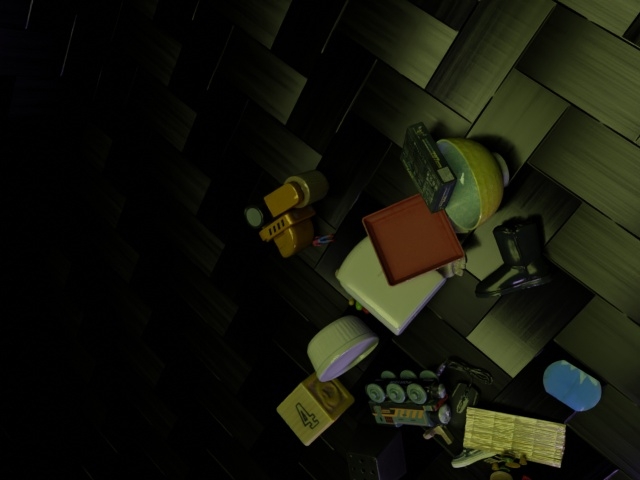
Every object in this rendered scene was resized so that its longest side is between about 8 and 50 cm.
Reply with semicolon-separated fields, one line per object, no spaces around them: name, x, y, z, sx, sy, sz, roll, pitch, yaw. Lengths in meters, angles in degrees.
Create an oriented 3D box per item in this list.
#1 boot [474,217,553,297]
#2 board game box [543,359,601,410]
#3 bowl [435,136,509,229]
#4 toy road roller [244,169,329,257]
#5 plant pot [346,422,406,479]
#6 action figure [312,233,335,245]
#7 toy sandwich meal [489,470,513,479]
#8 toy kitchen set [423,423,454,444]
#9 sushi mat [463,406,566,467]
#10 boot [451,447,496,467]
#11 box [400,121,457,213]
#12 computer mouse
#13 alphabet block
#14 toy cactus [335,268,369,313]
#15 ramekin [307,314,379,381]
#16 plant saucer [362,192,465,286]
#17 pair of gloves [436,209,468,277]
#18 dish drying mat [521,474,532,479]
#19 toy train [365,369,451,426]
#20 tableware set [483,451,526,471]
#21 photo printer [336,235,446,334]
boot;0.574;0.055;1.705;0.246;0.094;0.207;-19;95;27
board game box;0.788;0.449;1.710;0.168;0.033;0.133;33;122;27
bowl;0.472;-0.189;1.655;0.156;0.289;0.289;-19;92;-9
toy road roller;-0.094;-0.088;2.025;0.329;0.202;0.241;-31;88;38
plant pot;0.200;0.835;2.087;0.187;0.167;0.188;-4;101;33
action figure;0.000;0.000;2.092;0.115;0.030;0.038;-13;99;35
toy sandwich meal;0.628;0.830;1.898;0.085;0.029;0.086;6;111;17
toy kitchen set;0.421;0.717;1.979;0.083;0.068;0.075;-44;78;32
sushi mat;0.642;0.652;1.818;0.316;0.019;0.151;5;97;21
boot;0.531;0.727;1.921;0.190;0.069;0.086;-33;79;24
box;0.334;-0.225;1.713;0.183;0.059;0.233;91;157;-64
computer mouse;0.467;0.538;1.912;0.184;0.060;0.262;29;115;22
alphabet block;-0.018;0.650;2.165;0.193;0.192;0.197;46;120;12
toy cactus;0.128;0.151;2.015;0.180;0.112;0.219;18;119;38
ramekin;0.074;0.389;2.008;0.127;0.273;0.273;53;123;25
plant saucer;0.300;-0.005;1.780;0.258;0.048;0.259;-23;68;7
pair of gloves;0.392;0.009;1.841;0.204;0.042;0.240;11;108;29
dish drying mat;0.698;0.845;1.874;0.032;0.008;0.083;23;114;25
toy train;0.312;0.574;1.963;0.334;0.142;0.190;-13;100;42
tableware set;0.630;0.751;1.836;0.104;0.024;0.154;23;142;-10
photo printer;0.226;0.125;1.842;0.307;0.107;0.256;41;85;20
